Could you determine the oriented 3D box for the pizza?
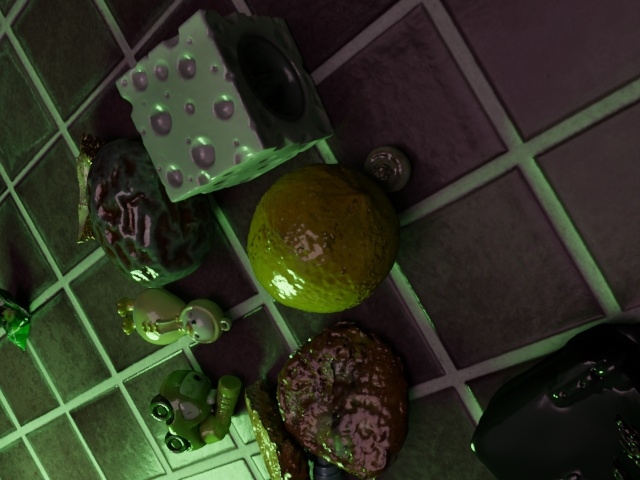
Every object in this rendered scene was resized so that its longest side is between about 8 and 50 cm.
[{"bbox_3d":[-0.076,0.457,1.251,0.335,0.086,0.226,68,159,14],"label":"pizza"}]

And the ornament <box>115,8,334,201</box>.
[{"bbox_3d":[-0.164,-0.238,1.046,0.240,0.240,0.239,-24,92,34],"label":"ornament"}]

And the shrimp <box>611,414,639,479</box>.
[{"bbox_3d":[0.432,0.311,0.778,0.091,0.034,0.161,-39,85,38],"label":"shrimp"}]

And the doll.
[{"bbox_3d":[-0.338,0.182,1.349,0.296,0.117,0.141,3,109,30],"label":"doll"}]

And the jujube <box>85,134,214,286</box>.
[{"bbox_3d":[-0.353,-0.068,1.209,0.308,0.246,0.215,65,167,-15],"label":"jujube"}]

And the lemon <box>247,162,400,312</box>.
[{"bbox_3d":[0.000,0.000,1.021,0.310,0.258,0.258,-28,90,56],"label":"lemon"}]

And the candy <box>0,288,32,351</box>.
[{"bbox_3d":[-0.911,0.233,1.727,0.141,0.078,0.203,53,135,19],"label":"candy"}]

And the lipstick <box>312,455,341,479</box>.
[{"bbox_3d":[0.013,0.481,1.268,0.061,0.068,0.274,1,98,29],"label":"lipstick"}]

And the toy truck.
[{"bbox_3d":[-0.282,0.404,1.381,0.210,0.148,0.187,1,108,8],"label":"toy truck"}]

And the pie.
[{"bbox_3d":[0.042,0.312,1.166,0.308,0.085,0.308,-1,87,26],"label":"pie"}]

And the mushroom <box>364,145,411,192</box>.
[{"bbox_3d":[0.112,-0.122,1.017,0.085,0.079,0.085,11,113,28],"label":"mushroom"}]

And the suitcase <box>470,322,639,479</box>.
[{"bbox_3d":[0.446,0.340,0.900,0.345,0.188,0.339,46,121,8],"label":"suitcase"}]

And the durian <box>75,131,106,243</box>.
[{"bbox_3d":[-0.497,-0.127,1.346,0.138,0.183,0.250,-4,102,-6],"label":"durian"}]

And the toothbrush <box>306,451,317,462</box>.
[{"bbox_3d":[-0.087,0.551,1.374,0.263,0.022,0.026,-43,70,32],"label":"toothbrush"}]
